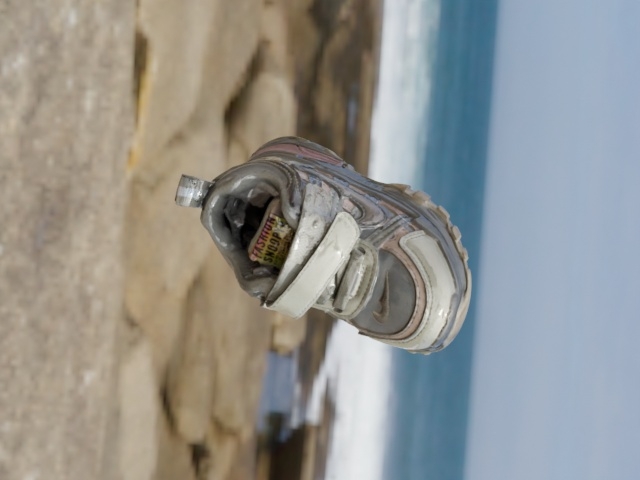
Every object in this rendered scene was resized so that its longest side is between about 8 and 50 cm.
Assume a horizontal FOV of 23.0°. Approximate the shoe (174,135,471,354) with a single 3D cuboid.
[{"bbox_3d":[0.000,0.000,0.897,0.092,0.180,0.089,-5,124,-53],"label":"shoe"}]
